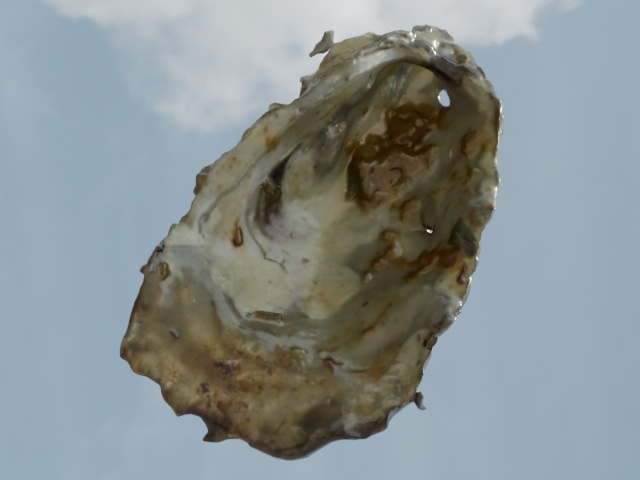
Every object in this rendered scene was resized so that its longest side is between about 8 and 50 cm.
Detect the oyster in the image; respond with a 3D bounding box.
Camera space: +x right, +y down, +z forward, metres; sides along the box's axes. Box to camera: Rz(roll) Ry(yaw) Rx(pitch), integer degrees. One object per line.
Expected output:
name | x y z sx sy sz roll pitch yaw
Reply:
oyster | 0.005 -0.006 0.632 0.105 0.177 0.056 15 -23 12
